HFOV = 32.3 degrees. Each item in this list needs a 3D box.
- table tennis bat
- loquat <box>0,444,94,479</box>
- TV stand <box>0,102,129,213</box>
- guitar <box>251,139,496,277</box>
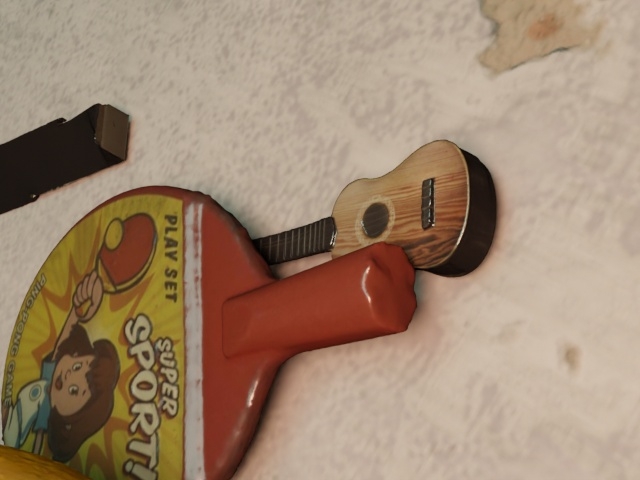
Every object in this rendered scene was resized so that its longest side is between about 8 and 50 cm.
[{"bbox_3d":[-0.105,0.079,0.785,0.415,0.051,0.268,-18,65,40],"label":"table tennis bat"},{"bbox_3d":[-0.224,0.284,0.646,0.329,0.359,0.328,2,69,-6],"label":"loquat"},{"bbox_3d":[-0.280,-0.064,1.026,0.257,0.040,0.048,-16,60,34],"label":"TV stand"},{"bbox_3d":[0.001,0.001,0.763,0.271,0.038,0.083,-14,64,40],"label":"guitar"}]
